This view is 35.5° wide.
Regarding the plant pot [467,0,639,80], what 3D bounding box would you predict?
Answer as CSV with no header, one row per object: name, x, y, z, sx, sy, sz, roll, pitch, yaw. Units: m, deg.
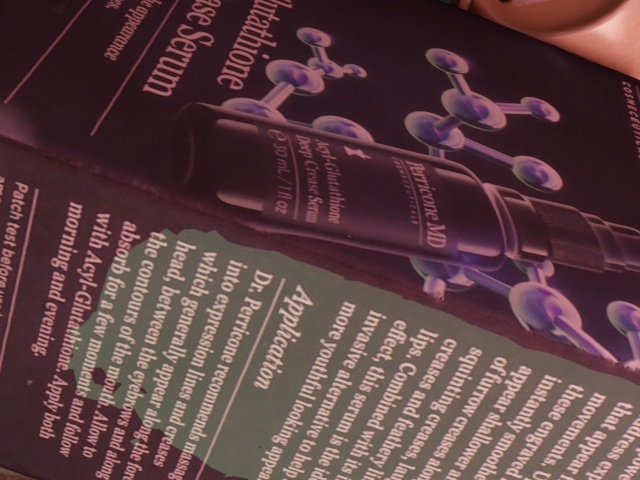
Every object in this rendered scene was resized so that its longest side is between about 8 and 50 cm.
plant pot,0.212,-0.137,0.787,0.257,0.256,0.274,-4,156,24

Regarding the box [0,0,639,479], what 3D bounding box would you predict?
box,0.000,0.000,0.572,0.396,0.293,0.212,20,127,-6

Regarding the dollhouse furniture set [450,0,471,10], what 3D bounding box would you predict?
dollhouse furniture set,-0.040,-0.228,0.618,0.302,0.151,0.197,4,165,-3
